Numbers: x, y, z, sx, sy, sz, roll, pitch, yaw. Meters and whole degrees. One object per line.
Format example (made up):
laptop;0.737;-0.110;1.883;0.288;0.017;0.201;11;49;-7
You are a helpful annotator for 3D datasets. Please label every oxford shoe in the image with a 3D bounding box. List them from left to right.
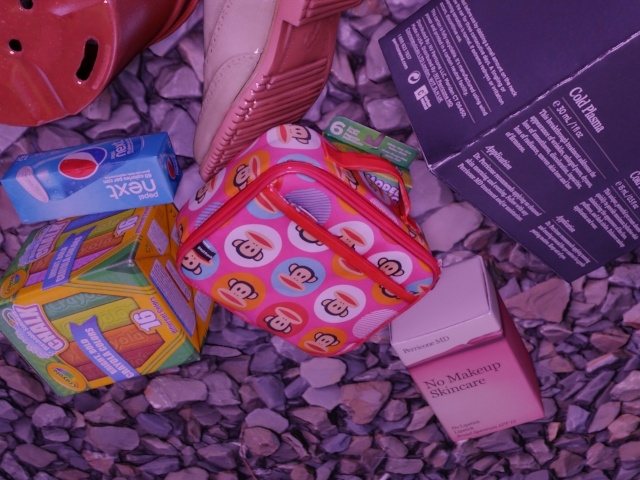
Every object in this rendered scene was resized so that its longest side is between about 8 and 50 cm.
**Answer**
oxford shoe;-0.068;-0.229;0.808;0.146;0.140;0.397;46;131;14

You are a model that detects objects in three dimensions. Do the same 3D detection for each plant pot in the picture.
plant pot;-0.258;-0.256;0.686;0.273;0.265;0.272;1;126;2

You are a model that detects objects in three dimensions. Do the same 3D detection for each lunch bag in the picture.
lunch bag;0.000;0.000;0.884;0.258;0.120;0.293;-39;127;23

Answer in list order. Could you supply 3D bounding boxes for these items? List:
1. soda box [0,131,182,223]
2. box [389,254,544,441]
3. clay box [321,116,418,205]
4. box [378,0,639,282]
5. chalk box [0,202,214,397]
soda box;-0.293;-0.081;0.942;0.210;0.067;0.071;-8;126;8
box;0.211;0.161;1.059;0.149;0.126;0.232;-22;123;18
clay box;0.025;-0.046;0.960;0.128;0.053;0.222;21;126;-14
box;0.291;-0.148;0.725;0.313;0.178;0.343;-32;143;24
chalk box;-0.312;0.079;0.992;0.289;0.179;0.180;-19;123;16
